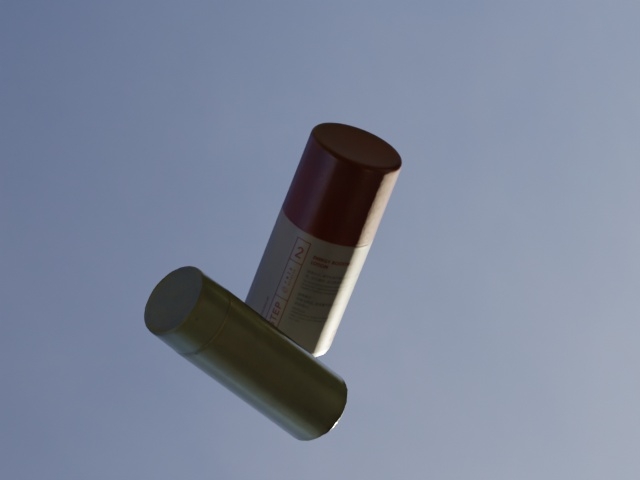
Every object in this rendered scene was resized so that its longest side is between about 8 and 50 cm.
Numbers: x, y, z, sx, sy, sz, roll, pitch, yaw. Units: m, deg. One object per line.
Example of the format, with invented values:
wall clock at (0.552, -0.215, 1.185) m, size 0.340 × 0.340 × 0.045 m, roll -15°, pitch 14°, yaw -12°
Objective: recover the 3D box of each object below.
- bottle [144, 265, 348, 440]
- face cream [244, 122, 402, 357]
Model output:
bottle at (-0.064, 0.101, 1.539) m, size 0.201 × 0.072 × 0.072 m, roll 41°, pitch -130°, yaw -36°
face cream at (0.000, 0.000, 1.693) m, size 0.096 × 0.214 × 0.096 m, roll 18°, pitch -155°, yaw -9°
